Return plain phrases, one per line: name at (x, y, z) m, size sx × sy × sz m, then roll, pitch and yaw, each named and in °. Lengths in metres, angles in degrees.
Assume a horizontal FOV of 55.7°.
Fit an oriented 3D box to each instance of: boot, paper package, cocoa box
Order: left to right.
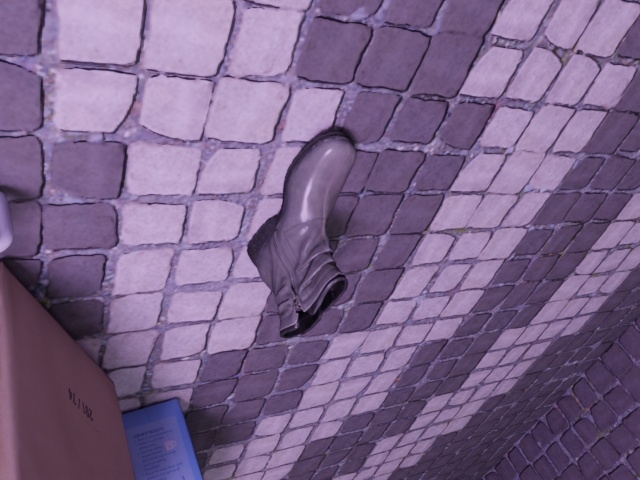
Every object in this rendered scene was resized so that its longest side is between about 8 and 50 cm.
paper package at (-0.350, 0.244, 0.696) m, size 0.168 × 0.310 × 0.325 m, roll -24°, pitch 141°, yaw -9°
cocoa box at (-0.366, 0.451, 0.979) m, size 0.346 × 0.231 × 0.228 m, roll -12°, pitch 138°, yaw -23°
boot at (0.000, 0.000, 0.772) m, size 0.083 × 0.161 × 0.247 m, roll 6°, pitch 130°, yaw -38°

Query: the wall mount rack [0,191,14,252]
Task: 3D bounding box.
wall mount rack at (-0.446, -0.032, 0.487) m, size 0.304 × 0.130 × 0.350 m, roll -23°, pitch 142°, yaw -15°
